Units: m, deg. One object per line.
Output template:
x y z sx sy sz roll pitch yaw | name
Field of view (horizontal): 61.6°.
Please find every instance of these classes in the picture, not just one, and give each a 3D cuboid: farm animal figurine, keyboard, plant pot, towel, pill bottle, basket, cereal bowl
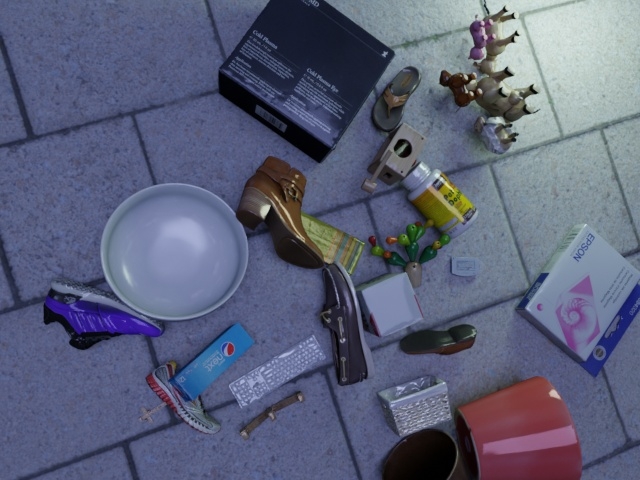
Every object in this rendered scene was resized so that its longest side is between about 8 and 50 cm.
0.474 -0.452 1.522 0.327 0.172 0.330 43 71 -17 | farm animal figurine
-0.112 0.344 1.414 0.256 0.014 0.072 -29 91 -12 | keyboard
0.311 0.650 1.385 0.215 0.215 0.230 -39 107 -11 | plant pot
0.497 0.514 1.404 0.243 0.275 0.275 -10 87 -1 | plant pot
0.000 0.000 1.462 0.237 0.021 0.102 26 76 -7 | towel
0.323 -0.114 1.479 0.215 0.117 0.117 45 79 -4 | pill bottle
0.252 0.438 1.424 0.167 0.113 0.103 -16 91 -11 | basket
-0.356 0.036 1.314 0.339 0.141 0.339 5 75 -19 | cereal bowl

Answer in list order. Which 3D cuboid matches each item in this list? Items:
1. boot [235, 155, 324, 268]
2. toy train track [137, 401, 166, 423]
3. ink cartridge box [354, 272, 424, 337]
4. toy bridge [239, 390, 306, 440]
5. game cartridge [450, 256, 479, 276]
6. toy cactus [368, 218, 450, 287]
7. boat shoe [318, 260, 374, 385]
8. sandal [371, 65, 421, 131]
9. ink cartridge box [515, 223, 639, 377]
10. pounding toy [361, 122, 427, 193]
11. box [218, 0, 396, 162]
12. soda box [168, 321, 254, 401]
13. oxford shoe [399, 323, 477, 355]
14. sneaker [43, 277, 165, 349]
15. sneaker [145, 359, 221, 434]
-0.078 -0.073 1.404 0.283 0.109 0.220 35 48 -17 | boot
-0.420 0.429 1.349 0.083 0.014 0.048 -33 92 -12 | toy train track
0.165 0.164 1.399 0.127 0.176 0.128 -22 89 -9 | ink cartridge box
-0.127 0.445 1.377 0.188 0.063 0.026 -31 91 -13 | toy bridge
0.412 0.075 1.533 0.083 0.017 0.056 2 81 -10 | game cartridge
0.244 0.039 1.472 0.219 0.112 0.180 -12 109 -10 | toy cactus
0.053 0.218 1.406 0.096 0.116 0.324 -16 94 -14 | boat shoe
0.216 -0.405 1.504 0.090 0.060 0.219 33 80 8 | sandal
0.789 0.177 1.569 0.330 0.071 0.324 39 79 -4 | ink cartridge box
0.195 -0.199 1.430 0.094 0.181 0.206 33 80 -7 | pounding toy
-0.040 -0.436 1.408 0.343 0.179 0.312 35 81 -6 | box
-0.267 0.298 1.324 0.210 0.067 0.071 -41 95 -34 | soda box
0.324 0.290 1.476 0.212 0.076 0.076 -7 127 -1 | oxford shoe
-0.532 0.204 1.311 0.293 0.102 0.146 21 87 -4 | sneaker
-0.326 0.393 1.334 0.093 0.088 0.225 -44 98 -19 | sneaker
